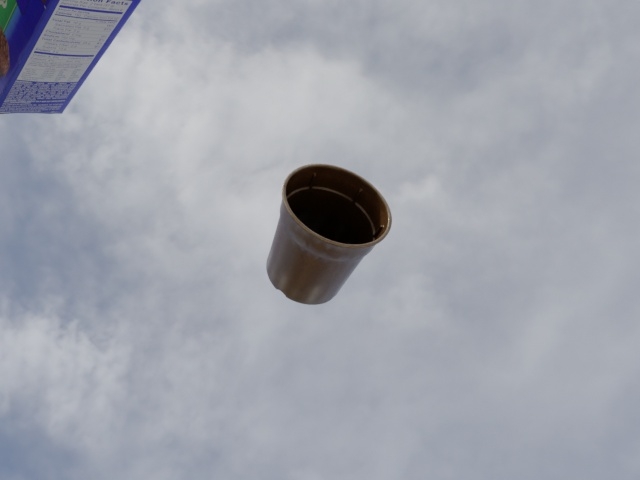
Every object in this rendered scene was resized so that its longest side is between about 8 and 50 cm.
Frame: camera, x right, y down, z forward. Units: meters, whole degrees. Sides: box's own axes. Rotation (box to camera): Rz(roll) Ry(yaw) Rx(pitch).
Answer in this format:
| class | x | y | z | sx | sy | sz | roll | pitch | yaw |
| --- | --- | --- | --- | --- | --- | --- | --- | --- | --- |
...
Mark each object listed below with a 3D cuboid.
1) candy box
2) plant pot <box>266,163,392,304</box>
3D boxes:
| class | x | y | z | sx | sy | sz | roll | pitch | yaw |
| --- | --- | --- | --- | --- | --- | --- | --- | --- | --- |
| candy box | -0.390 | -0.362 | 0.970 | 0.317 | 0.122 | 0.268 | -30 | -103 | 46 |
| plant pot | 0.000 | 0.000 | 1.072 | 0.167 | 0.167 | 0.165 | 25 | -47 | -1 |
